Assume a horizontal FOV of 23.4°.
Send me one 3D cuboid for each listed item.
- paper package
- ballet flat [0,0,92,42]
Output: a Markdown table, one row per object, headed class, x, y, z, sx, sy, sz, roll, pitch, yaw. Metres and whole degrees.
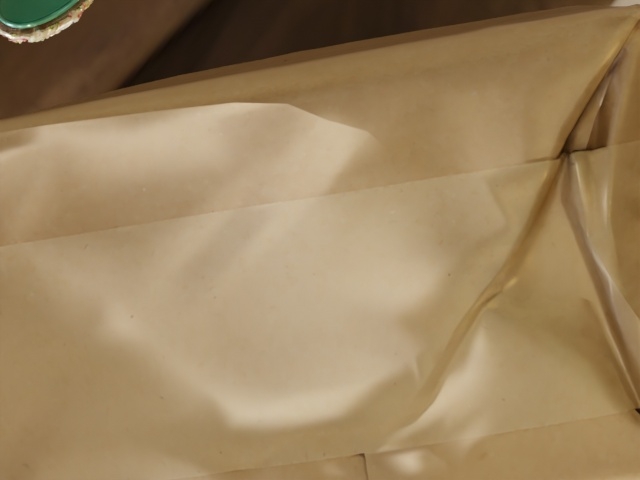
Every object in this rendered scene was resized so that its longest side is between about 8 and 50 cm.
| class | x | y | z | sx | sy | sz | roll | pitch | yaw |
| --- | --- | --- | --- | --- | --- | --- | --- | --- | --- |
| paper package | 0.000 | 0.000 | 0.683 | 0.309 | 0.168 | 0.325 | -11 | -173 | 8 |
| ballet flat | -0.246 | -0.259 | 1.499 | 0.077 | 0.091 | 0.241 | 103 | 8 | -53 |
